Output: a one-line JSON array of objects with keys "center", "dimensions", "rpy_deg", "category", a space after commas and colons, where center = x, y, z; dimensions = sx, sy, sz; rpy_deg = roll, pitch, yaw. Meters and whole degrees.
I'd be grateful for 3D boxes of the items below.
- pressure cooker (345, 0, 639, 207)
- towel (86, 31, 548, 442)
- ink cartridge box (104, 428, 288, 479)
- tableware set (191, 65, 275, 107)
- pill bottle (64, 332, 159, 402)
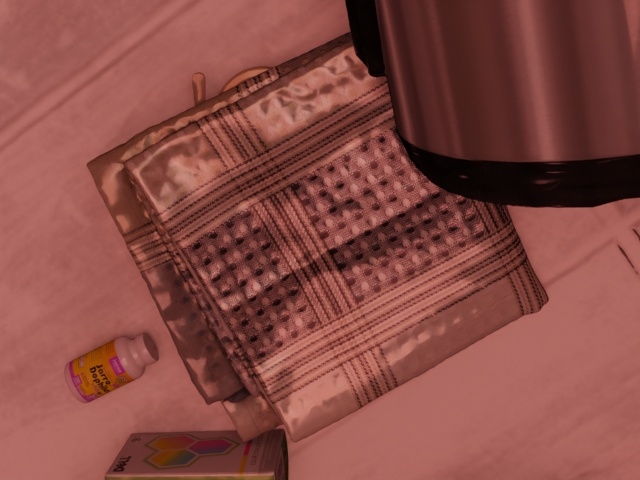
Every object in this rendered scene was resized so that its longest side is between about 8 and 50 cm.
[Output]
[{"center": [0.200, -0.272, 0.820], "dimensions": [0.376, 0.370, 0.420], "rpy_deg": [-20, 112, -19], "category": "pressure cooker"}, {"center": [0.000, 0.000, 1.030], "dimensions": [0.324, 0.056, 0.312], "rpy_deg": [-27, 106, 3], "category": "towel"}, {"center": [-0.139, 0.224, 1.081], "dimensions": [0.209, 0.109, 0.062], "rpy_deg": [-2, 100, 4], "category": "ink cartridge box"}, {"center": [-0.051, -0.062, 1.058], "dimensions": [0.128, 0.039, 0.194], "rpy_deg": [-2, 105, -5], "category": "tableware set"}, {"center": [-0.196, 0.118, 1.097], "dimensions": [0.083, 0.043, 0.043], "rpy_deg": [-27, 98, 8], "category": "pill bottle"}]
